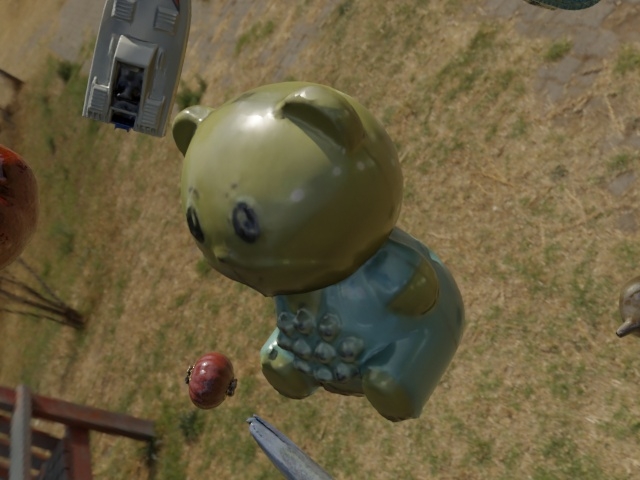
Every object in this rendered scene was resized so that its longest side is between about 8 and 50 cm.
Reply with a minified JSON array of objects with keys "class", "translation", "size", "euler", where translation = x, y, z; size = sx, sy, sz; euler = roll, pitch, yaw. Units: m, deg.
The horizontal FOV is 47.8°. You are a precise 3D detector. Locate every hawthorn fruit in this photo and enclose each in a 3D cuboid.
[{"class":"hawthorn fruit","translation":[-0.643,-0.052,1.299],"size":[0.311,0.295,0.295],"euler":[96,-166,-77]}]

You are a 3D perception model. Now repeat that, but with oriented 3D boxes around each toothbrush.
[{"class":"toothbrush","translation":[0.076,0.327,0.758],"size":[0.035,0.413,0.042],"euler":[-47,-3,-33]}]

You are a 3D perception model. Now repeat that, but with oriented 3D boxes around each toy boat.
[{"class":"toy boat","translation":[-0.258,-0.302,1.051],"size":[0.088,0.129,0.295],"euler":[-92,18,-75]}]

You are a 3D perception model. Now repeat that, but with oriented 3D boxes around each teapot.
[{"class":"teapot","translation":[0.347,0.065,0.746],"size":[0.121,0.076,0.068],"euler":[-36,13,-35]}]

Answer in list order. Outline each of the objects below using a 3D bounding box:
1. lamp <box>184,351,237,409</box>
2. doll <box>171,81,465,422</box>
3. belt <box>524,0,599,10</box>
[{"class":"lamp","translation":[-0.190,0.244,1.255],"size":[0.101,0.090,0.101],"euler":[13,-90,-87]},{"class":"doll","translation":[0.000,0.000,0.561],"size":[0.177,0.260,0.161],"euler":[2,43,45]},{"class":"belt","translation":[0.123,-0.271,0.627],"size":[0.072,0.303,0.087],"euler":[-119,41,-61]}]
